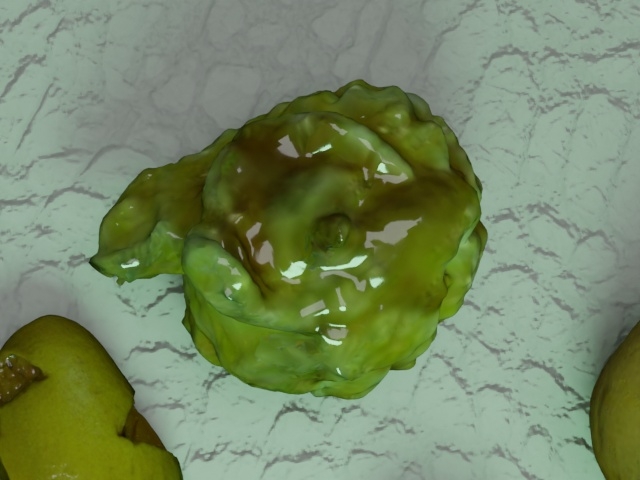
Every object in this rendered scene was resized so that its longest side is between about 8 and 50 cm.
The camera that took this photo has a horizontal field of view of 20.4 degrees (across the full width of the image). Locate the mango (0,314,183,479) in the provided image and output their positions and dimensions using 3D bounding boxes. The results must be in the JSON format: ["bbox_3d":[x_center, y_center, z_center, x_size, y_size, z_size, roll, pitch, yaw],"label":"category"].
[{"bbox_3d":[-0.219,0.193,1.609,0.167,0.130,0.262,-21,79,-34],"label":"mango"}]

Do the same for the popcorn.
[{"bbox_3d":[-0.007,0.006,1.620,0.335,0.274,0.279,-38,118,-5],"label":"popcorn"}]

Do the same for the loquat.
[{"bbox_3d":[0.378,0.152,1.653,0.263,0.263,0.263,2,81,-10],"label":"loquat"}]
